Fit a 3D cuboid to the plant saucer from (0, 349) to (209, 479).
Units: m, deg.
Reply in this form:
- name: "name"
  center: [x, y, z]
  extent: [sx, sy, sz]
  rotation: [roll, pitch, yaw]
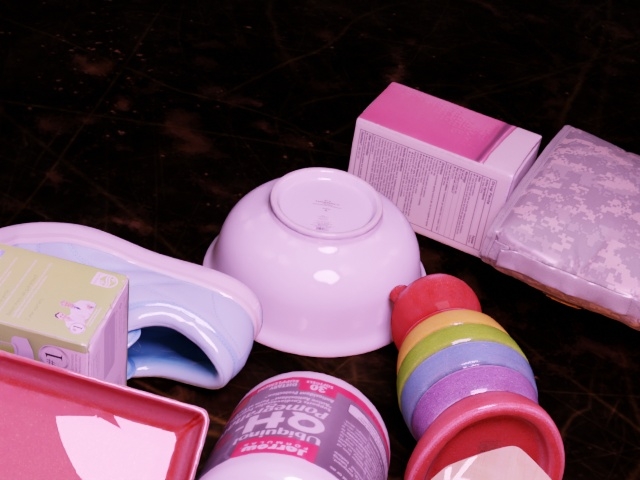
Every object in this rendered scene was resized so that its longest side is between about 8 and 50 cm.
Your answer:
- name: "plant saucer"
  center: [-0.263, 0.254, 1.202]
  extent: [0.258, 0.048, 0.259]
  rotation: [17, 68, -8]

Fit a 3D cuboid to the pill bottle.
- name: "pill bottle"
  center: [-0.034, 0.255, 1.162]
  extent: [0.176, 0.176, 0.318]
  rotation: [12, 16, 5]

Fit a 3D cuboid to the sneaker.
- name: "sneaker"
  center: [-0.255, 0.082, 1.451]
  extent: [0.366, 0.135, 0.150]
  rotation: [10, 35, 4]

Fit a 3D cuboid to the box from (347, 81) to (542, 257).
- name: "box"
  center: [0.167, -0.098, 1.738]
  extent: [0.232, 0.148, 0.127]
  rotation: [23, 40, 16]

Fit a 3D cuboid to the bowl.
- name: "bowl"
  center: [0.000, 0.000, 1.600]
  extent: [0.298, 0.134, 0.298]
  rotation: [5, 38, -4]

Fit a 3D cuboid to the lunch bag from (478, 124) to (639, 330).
- name: "lunch bag"
  center: [0.359, 0.002, 1.633]
  extent: [0.235, 0.169, 0.287]
  rotation: [25, 37, 19]

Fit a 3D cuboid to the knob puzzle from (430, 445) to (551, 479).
- name: "knob puzzle"
  center: [0.175, 0.305, 1.278]
  extent: [0.213, 0.030, 0.213]
  rotation: [-1, 70, 4]

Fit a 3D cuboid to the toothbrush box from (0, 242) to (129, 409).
- name: "toothbrush box"
  center: [-0.356, 0.114, 1.335]
  extent: [0.283, 0.206, 0.122]
  rotation: [13, 38, 7]

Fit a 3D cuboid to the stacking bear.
- name: "stacking bear"
  center: [0.155, 0.150, 1.431]
  extent: [0.175, 0.164, 0.289]
  rotation: [0, 35, -12]
